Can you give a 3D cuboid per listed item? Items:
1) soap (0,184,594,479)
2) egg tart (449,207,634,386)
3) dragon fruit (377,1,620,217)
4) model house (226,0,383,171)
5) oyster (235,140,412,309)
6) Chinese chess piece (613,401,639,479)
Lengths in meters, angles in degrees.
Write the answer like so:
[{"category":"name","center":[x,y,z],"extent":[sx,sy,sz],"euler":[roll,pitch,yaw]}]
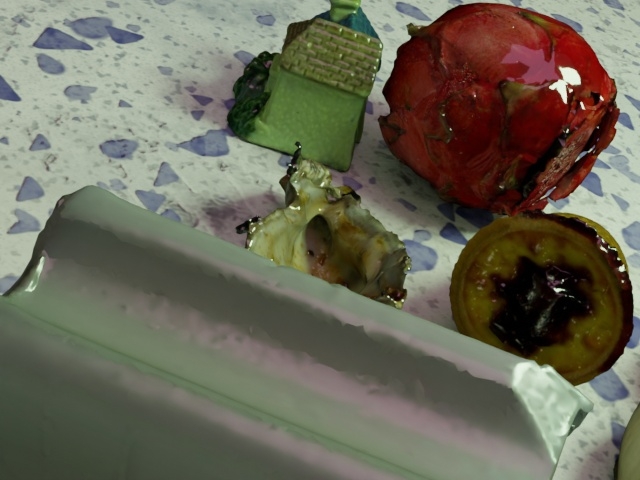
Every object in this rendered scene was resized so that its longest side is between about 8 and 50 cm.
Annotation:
[{"category":"soap","center":[-0.059,0.198,0.950],"extent":[0.435,0.350,0.213],"euler":[24,43,6]},{"category":"egg tart","center":[0.267,0.055,1.416],"extent":[0.215,0.215,0.171],"euler":[30,24,12]},{"category":"dragon fruit","center":[0.236,-0.174,1.628],"extent":[0.302,0.295,0.296],"euler":[23,33,28]},{"category":"model house","center":[-0.005,-0.242,1.664],"extent":[0.195,0.189,0.214],"euler":[21,36,-5]},{"category":"oyster","center":[-0.008,0.001,1.392],"extent":[0.198,0.133,0.337],"euler":[10,35,-12]},{"category":"Chinese chess piece","center":[0.479,0.274,1.278],"extent":[0.338,0.140,0.338],"euler":[13,36,-10]}]
